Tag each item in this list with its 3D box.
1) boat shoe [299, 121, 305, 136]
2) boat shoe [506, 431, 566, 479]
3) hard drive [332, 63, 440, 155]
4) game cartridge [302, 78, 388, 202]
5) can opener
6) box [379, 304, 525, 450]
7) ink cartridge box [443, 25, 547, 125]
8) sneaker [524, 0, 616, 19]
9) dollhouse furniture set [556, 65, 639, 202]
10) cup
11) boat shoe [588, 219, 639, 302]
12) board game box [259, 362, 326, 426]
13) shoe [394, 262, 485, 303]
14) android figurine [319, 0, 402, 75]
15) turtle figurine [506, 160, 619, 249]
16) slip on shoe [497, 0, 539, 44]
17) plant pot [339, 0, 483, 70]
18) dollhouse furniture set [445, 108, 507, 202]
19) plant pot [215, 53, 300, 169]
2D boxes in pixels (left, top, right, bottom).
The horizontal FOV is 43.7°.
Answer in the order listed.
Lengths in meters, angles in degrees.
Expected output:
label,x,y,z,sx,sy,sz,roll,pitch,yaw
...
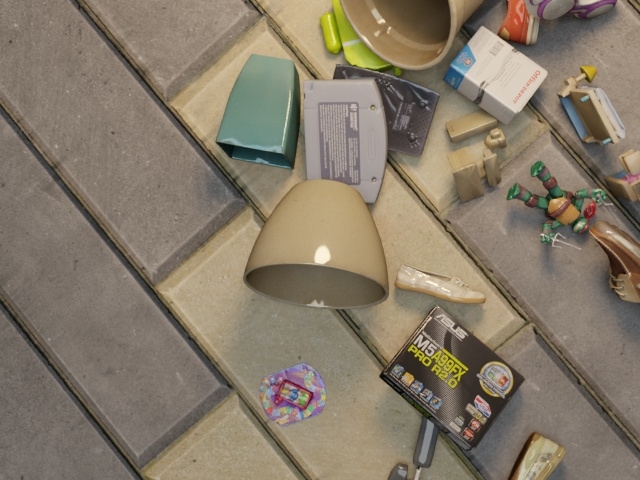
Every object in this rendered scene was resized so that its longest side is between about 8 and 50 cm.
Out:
label,x,y,z,sx,sy,sz,roll,pitch,yaw
boat shoe,0.013,-0.257,1.949,0.133,0.042,0.049,22,121,8
boat shoe,0.473,0.592,1.857,0.089,0.104,0.285,26,93,10
hard drive,0.142,-0.314,1.899,0.254,0.054,0.172,17,112,6
game cartridge,0.061,-0.234,1.889,0.196,0.060,0.294,4,111,15
can opener,0.230,0.508,1.905,0.093,0.074,0.281,18,92,7
box,0.306,0.319,1.862,0.270,0.060,0.216,41,72,6
ink cartridge box,0.404,-0.381,1.852,0.190,0.082,0.140,38,73,5
sneaker,0.539,-0.576,1.782,0.114,0.305,0.152,-27,77,48
dollhouse furniture set,0.690,-0.262,1.730,0.198,0.286,0.303,-30,98,7
cup,0.000,0.000,1.838,0.331,0.331,0.237,3,69,8
boat shoe,0.708,0.087,1.786,0.324,0.123,0.116,42,107,-12
board game box,-0.071,0.384,1.967,0.168,0.033,0.133,-21,87,8
shoe,0.286,0.105,1.894,0.219,0.076,0.058,13,97,10
android figurine,0.127,-0.521,1.922,0.248,0.056,0.273,-16,88,7
turtle figurine,0.554,-0.071,1.835,0.234,0.118,0.175,37,98,-8
slip on shoe,0.465,-0.623,1.848,0.101,0.123,0.332,5,96,12
plant pot,0.252,-0.598,1.761,0.334,0.334,0.305,46,63,5
dollhouse furniture set,0.372,-0.205,1.905,0.144,0.123,0.151,-21,53,7
plant pot,-0.130,-0.313,1.911,0.165,0.165,0.234,12,84,8
